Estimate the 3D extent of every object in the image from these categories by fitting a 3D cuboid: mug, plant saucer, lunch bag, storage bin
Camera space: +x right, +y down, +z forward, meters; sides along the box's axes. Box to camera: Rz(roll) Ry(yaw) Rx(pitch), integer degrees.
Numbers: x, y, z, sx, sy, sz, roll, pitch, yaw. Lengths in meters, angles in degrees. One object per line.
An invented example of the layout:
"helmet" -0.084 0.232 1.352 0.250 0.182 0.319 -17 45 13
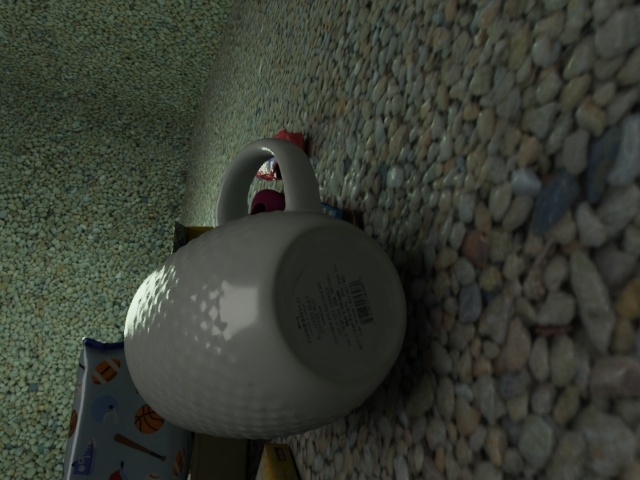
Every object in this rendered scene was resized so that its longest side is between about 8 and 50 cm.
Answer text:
"mug" -0.068 0.055 0.651 0.328 0.276 0.374 -25 67 53
"plant saucer" 0.040 -0.008 0.778 0.083 0.015 0.084 -171 90 -70
"lunch bag" -0.375 0.392 1.063 0.385 0.238 0.328 108 164 -67
"storage bin" -0.254 0.503 1.176 0.260 0.123 0.262 136 138 -57

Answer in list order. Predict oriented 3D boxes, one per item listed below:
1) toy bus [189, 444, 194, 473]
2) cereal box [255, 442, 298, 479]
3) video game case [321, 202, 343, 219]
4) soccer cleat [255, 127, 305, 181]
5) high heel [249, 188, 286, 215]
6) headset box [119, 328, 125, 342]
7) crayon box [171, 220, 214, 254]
"toy bus" -0.399 0.606 1.507 0.220 0.149 0.212 -160 67 -66
"cereal box" -0.082 0.484 0.837 0.173 0.047 0.240 -132 54 -64
"video game case" 0.000 0.000 0.850 0.166 0.015 0.119 -143 63 -75
"soccer cleat" -0.101 -0.164 1.134 0.248 0.083 0.095 156 116 -63
"high heel" -0.150 -0.019 1.047 0.377 0.181 0.127 -118 42 -58
"headset box" -0.473 0.325 1.586 0.283 0.246 0.131 -41 37 44
"crayon box" -0.217 0.092 1.101 0.323 0.083 0.203 52 -141 -75
